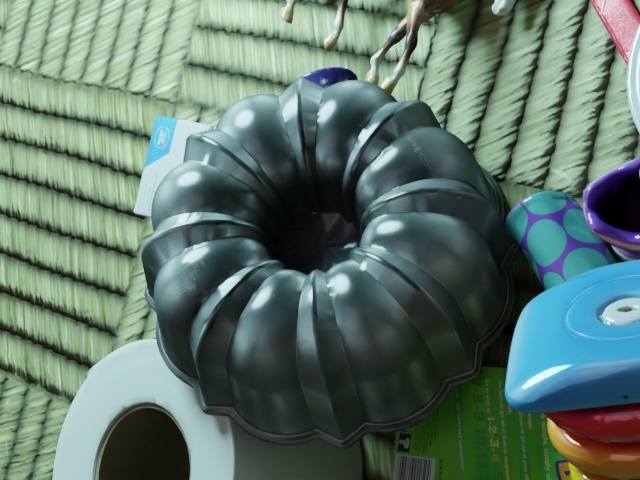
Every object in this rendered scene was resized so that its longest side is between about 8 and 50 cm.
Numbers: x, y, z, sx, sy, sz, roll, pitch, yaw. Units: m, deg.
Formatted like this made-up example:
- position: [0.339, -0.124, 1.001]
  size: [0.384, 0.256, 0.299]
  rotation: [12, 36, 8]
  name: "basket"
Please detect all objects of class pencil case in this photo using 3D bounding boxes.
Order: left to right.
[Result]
- position: [0.210, 0.032, 1.497]
  size: [0.070, 0.064, 0.152]
  rotation: [97, 152, -54]
  name: "pencil case"

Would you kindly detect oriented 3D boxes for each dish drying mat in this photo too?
- position: [0.253, -0.182, 1.542]
  size: [0.032, 0.008, 0.083]
  rotation: [-42, 55, 28]
  name: "dish drying mat"

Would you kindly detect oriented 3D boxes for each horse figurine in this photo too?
- position: [0.065, -0.237, 1.688]
  size: [0.174, 0.066, 0.263]
  rotation: [-55, 43, 5]
  name: "horse figurine"

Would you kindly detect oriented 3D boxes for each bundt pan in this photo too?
- position: [0.000, 0.000, 1.550]
  size: [0.331, 0.124, 0.331]
  rotation: [-4, 62, 8]
  name: "bundt pan"

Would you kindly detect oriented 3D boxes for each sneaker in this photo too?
- position: [0.297, -0.040, 1.402]
  size: [0.236, 0.104, 0.095]
  rotation: [-20, 66, 38]
  name: "sneaker"

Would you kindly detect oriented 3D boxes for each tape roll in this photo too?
- position: [-0.104, 0.219, 1.684]
  size: [0.246, 0.169, 0.246]
  rotation: [-12, 72, 42]
  name: "tape roll"

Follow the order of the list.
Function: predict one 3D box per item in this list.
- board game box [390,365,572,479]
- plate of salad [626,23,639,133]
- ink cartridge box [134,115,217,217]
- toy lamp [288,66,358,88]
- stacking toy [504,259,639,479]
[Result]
- position: [0.161, 0.168, 1.524]
  size: [0.259, 0.039, 0.124]
  rotation: [0, 81, 51]
  name: "board game box"
- position: [0.320, -0.134, 1.362]
  size: [0.200, 0.048, 0.200]
  rotation: [-16, 64, 34]
  name: "plate of salad"
- position: [-0.096, -0.059, 1.812]
  size: [0.180, 0.060, 0.104]
  rotation: [12, 89, 45]
  name: "ink cartridge box"
- position: [0.031, -0.025, 1.671]
  size: [0.080, 0.080, 0.275]
  rotation: [-36, 58, 33]
  name: "toy lamp"
- position: [0.252, 0.178, 1.340]
  size: [0.175, 0.166, 0.302]
  rotation: [-9, 115, 18]
  name: "stacking toy"
